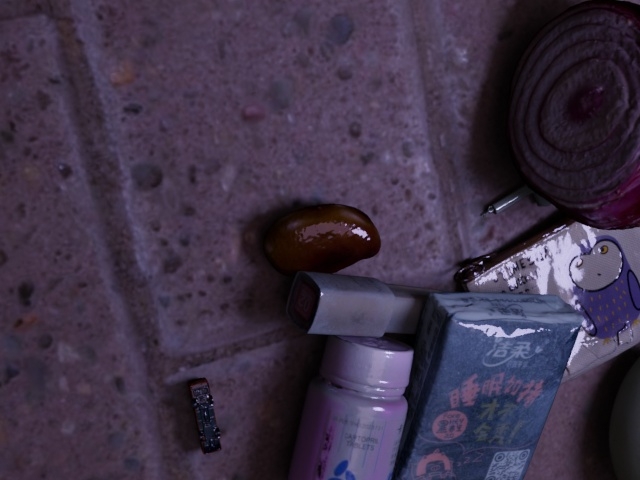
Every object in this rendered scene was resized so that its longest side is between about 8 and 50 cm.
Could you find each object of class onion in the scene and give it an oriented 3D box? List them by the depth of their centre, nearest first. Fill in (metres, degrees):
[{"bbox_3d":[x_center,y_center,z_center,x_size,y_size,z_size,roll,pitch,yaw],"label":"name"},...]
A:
[{"bbox_3d":[0.435,-0.167,1.500,0.260,0.282,0.336,15,57,-44],"label":"onion"}]

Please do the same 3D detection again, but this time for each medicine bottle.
[{"bbox_3d":[0.046,0.264,1.493,0.152,0.152,0.254,12,96,-21],"label":"medicine bottle"}]

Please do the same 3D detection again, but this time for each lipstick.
[{"bbox_3d":[0.077,0.096,1.493,0.253,0.079,0.077,5,110,-35],"label":"lipstick"}]

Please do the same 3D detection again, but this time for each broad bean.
[{"bbox_3d":[0.000,0.000,1.469,0.165,0.084,0.114,-19,113,-10],"label":"broad bean"}]

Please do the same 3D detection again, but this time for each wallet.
[{"bbox_3d":[0.390,0.085,1.630,0.335,0.068,0.274,-27,107,-12],"label":"wallet"}]

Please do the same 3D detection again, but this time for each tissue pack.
[{"bbox_3d":[0.239,0.232,1.542,0.228,0.103,0.315,3,117,-22],"label":"tissue pack"}]

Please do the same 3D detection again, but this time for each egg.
[{"bbox_3d":[0.575,0.311,1.660,0.218,0.218,0.295,-7,88,-19],"label":"egg"}]

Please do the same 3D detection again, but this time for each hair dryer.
[{"bbox_3d":[0.307,-0.065,1.597,0.124,0.038,0.063,-31,108,-7],"label":"hair dryer"}]

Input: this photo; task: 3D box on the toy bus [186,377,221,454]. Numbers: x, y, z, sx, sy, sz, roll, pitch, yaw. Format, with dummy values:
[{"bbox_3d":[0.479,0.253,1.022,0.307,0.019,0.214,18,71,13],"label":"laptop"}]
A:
[{"bbox_3d":[-0.166,0.249,1.472,0.031,0.043,0.110,-12,105,-14],"label":"toy bus"}]
